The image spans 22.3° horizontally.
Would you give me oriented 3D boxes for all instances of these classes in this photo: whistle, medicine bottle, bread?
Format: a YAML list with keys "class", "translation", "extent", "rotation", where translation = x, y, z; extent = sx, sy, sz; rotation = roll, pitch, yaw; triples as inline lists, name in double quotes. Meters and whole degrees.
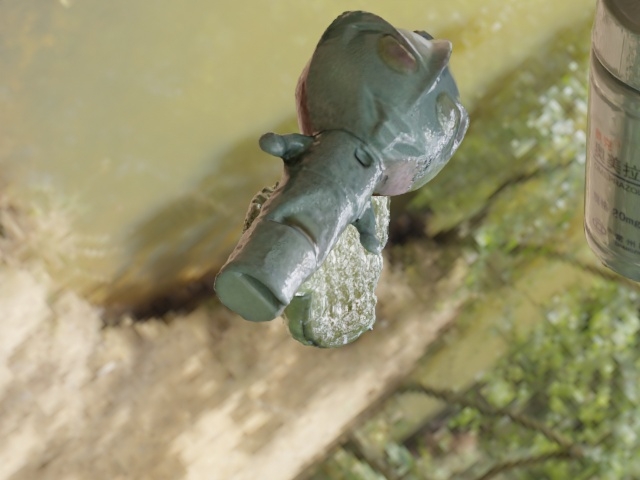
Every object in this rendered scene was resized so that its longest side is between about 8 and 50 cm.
- class: "whistle"
  translation: [0.021, -0.067, 1.288]
  extent: [0.134, 0.142, 0.346]
  rotation: [0, -141, 35]
- class: "medicine bottle"
  translation: [0.372, -0.130, 1.683]
  extent: [0.190, 0.190, 0.332]
  rotation: [-32, 139, -25]
- class: "bread"
  translation: [0.000, 0.000, 1.532]
  extent: [0.172, 0.064, 0.232]
  rotation: [-56, 145, -13]
